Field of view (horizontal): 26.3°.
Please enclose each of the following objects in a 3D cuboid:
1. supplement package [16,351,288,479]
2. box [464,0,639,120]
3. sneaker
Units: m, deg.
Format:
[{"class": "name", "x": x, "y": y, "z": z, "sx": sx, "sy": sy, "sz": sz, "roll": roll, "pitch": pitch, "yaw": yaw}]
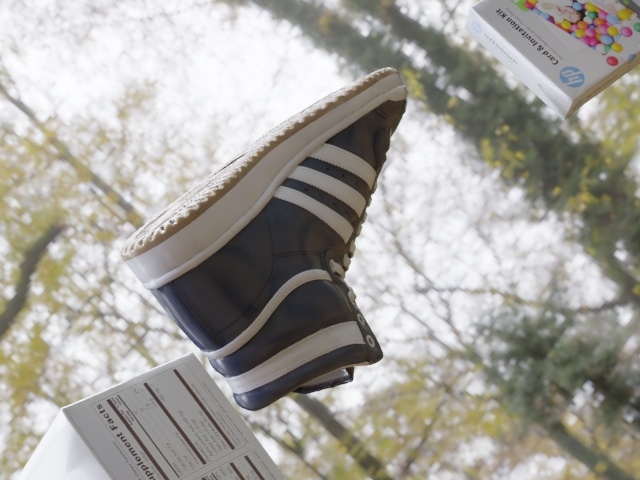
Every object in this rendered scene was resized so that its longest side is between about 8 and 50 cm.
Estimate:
[{"class": "supplement package", "x": -0.154, "y": 0.263, "z": 1.162, "sx": 0.145, "sy": 0.204, "sz": 0.262, "roll": -22, "pitch": -23, "yaw": -46}, {"class": "box", "x": 0.260, "y": -0.222, "z": 1.379, "sx": 0.186, "sy": 0.145, "sz": 0.038, "roll": -36, "pitch": -20, "yaw": -23}, {"class": "sneaker", "x": 0.000, "y": 0.000, "z": 0.907, "sx": 0.099, "sy": 0.153, "sz": 0.282, "roll": -26, "pitch": 11, "yaw": 43}]
